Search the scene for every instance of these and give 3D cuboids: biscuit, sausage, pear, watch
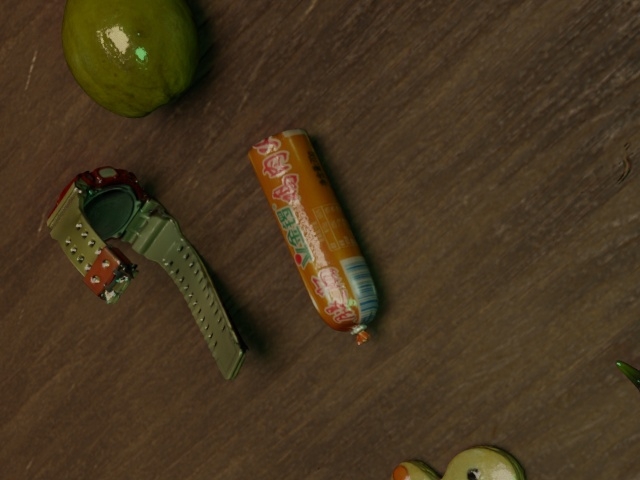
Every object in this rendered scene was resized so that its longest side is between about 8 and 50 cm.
[{"bbox_3d":[0.115,0.296,1.787,0.234,0.030,0.153,-45,71,23],"label":"biscuit"},{"bbox_3d":[0.000,0.000,1.831,0.071,0.071,0.234,-32,74,27],"label":"sausage"},{"bbox_3d":[-0.203,-0.215,1.914,0.149,0.149,0.162,-29,85,27],"label":"pear"},{"bbox_3d":[-0.188,0.032,1.877,0.102,0.165,0.268,-54,44,19],"label":"watch"}]

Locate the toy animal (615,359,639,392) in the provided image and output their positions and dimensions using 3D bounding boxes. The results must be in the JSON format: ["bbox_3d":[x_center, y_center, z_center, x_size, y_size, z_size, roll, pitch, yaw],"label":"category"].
[{"bbox_3d":[0.344,0.081,1.630,0.105,0.070,0.202,26,99,9],"label":"toy animal"}]
